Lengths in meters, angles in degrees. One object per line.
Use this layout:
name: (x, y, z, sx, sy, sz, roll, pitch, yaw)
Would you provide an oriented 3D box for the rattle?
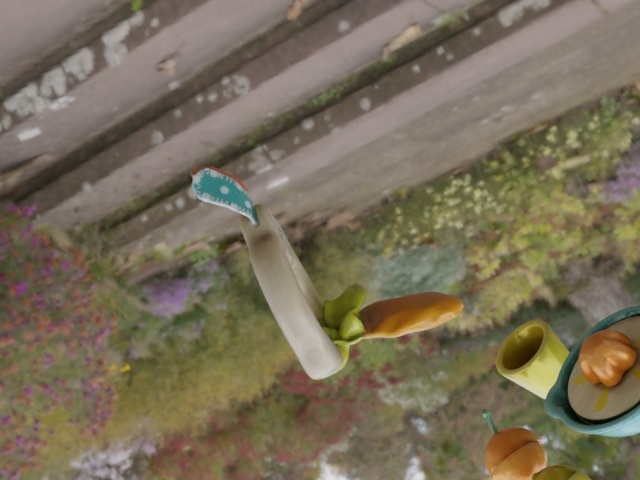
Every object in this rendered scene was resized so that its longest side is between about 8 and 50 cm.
rattle: (0.000, 0.000, 0.768, 0.143, 0.200, 0.130, -28, 170, 20)

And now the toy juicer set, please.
toy juicer set: (0.252, 0.145, 0.836, 0.329, 0.089, 0.209, -20, -145, 56)
